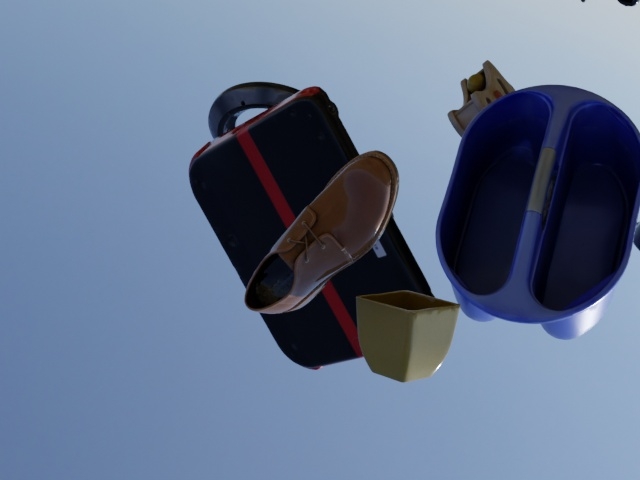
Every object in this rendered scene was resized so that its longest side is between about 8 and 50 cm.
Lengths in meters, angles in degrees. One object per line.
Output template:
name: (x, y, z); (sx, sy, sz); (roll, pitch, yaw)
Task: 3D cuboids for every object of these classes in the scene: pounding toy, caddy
pounding toy: (0.307, -0.234, 2.224); (0.154, 0.155, 0.269); (34, -144, -28)
caddy: (0.285, -0.038, 1.418); (0.241, 0.341, 0.179); (11, 156, 17)

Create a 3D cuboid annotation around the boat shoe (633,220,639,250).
boat shoe: (0.634, 0.037, 1.637); (0.500, 0.156, 0.187); (25, -162, -36)

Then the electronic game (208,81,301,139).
electronic game: (-0.067, -0.167, 1.743); (0.229, 0.229, 0.048); (19, -124, -2)

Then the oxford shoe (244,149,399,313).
oxford shoe: (0.000, 0.000, 1.085); (0.076, 0.212, 0.076); (45, -156, 15)

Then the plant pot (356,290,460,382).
plant pot: (0.089, 0.103, 1.165); (0.081, 0.083, 0.081); (-3, -169, -44)

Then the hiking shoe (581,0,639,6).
hiking shoe: (0.548, -0.456, 1.899); (0.226, 0.114, 0.086); (-4, 173, -2)

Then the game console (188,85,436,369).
game console: (-0.013, -0.001, 1.583); (0.342, 0.387, 0.060); (-21, -169, 47)
